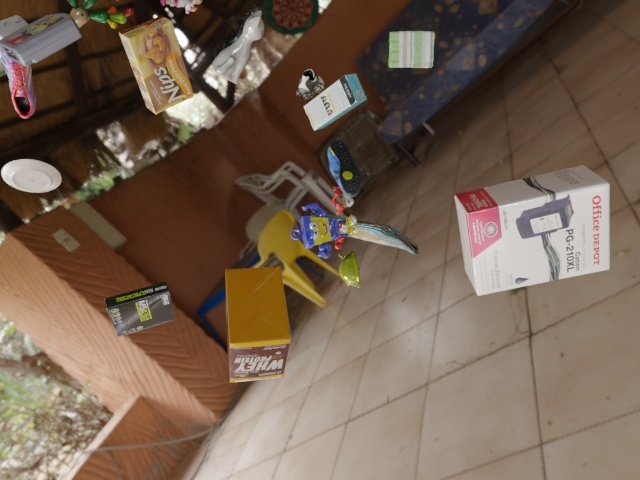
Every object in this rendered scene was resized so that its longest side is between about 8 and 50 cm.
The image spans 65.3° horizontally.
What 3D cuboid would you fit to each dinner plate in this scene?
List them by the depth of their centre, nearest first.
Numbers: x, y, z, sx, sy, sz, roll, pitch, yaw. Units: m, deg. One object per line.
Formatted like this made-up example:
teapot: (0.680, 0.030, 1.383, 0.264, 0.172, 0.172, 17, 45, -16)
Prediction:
dinner plate: (-0.776, -0.167, 1.342, 0.141, 0.141, 0.017, -37, 54, 37)

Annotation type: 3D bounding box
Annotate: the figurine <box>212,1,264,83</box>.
figurine: (-0.231, -0.595, 1.477, 0.209, 0.092, 0.215, -50, 28, 24)

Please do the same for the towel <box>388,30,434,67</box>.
towel: (0.294, -0.618, 1.618, 0.152, 0.113, 0.023, -4, 16, -11)

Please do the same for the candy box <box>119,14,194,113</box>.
candy box: (-0.625, -0.672, 1.929, 0.183, 0.087, 0.316, -34, -37, -24)

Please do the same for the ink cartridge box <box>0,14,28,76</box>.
ink cartridge box: (-1.143, -0.695, 1.804, 0.208, 0.087, 0.153, -33, 22, 36)

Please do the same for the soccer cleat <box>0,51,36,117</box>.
soccer cleat: (-1.015, -0.537, 1.682, 0.095, 0.083, 0.248, -124, 34, -46)

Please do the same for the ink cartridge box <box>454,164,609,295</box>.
ink cartridge box: (0.379, -0.017, 0.897, 0.237, 0.172, 0.100, -13, 25, 6)

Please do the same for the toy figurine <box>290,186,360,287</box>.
toy figurine: (0.000, 0.000, 1.727, 0.217, 0.362, 0.191, -6, -7, -19)

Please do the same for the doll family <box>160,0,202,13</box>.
doll family: (-0.390, -0.813, 1.510, 0.163, 0.118, 0.263, -15, -47, -31)

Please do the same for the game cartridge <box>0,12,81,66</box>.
game cartridge: (-0.791, -0.575, 1.411, 0.196, 0.060, 0.294, -39, 42, -22)

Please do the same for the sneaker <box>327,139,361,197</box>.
sneaker: (0.071, -0.206, 1.527, 0.069, 0.209, 0.082, -8, -31, -17)

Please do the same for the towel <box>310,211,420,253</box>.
towel: (0.172, -0.030, 1.929, 0.370, 0.271, 0.040, 13, 81, 38)

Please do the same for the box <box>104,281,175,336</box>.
box: (-0.557, 0.216, 1.557, 0.184, 0.045, 0.191, -13, -33, -20)

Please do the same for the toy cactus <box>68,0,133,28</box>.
toy cactus: (-0.691, -0.692, 1.486, 0.180, 0.112, 0.219, -37, -28, 25)

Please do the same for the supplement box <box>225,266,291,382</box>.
supplement box: (-0.152, 0.196, 1.158, 0.194, 0.129, 0.191, 103, 160, -50)

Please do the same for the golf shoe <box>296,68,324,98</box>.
golf shoe: (-0.028, -0.612, 1.911, 0.198, 0.077, 0.094, -62, -14, -54)

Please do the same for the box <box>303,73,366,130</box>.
box: (0.048, -0.489, 1.776, 0.060, 0.100, 0.244, -26, 4, -40)
